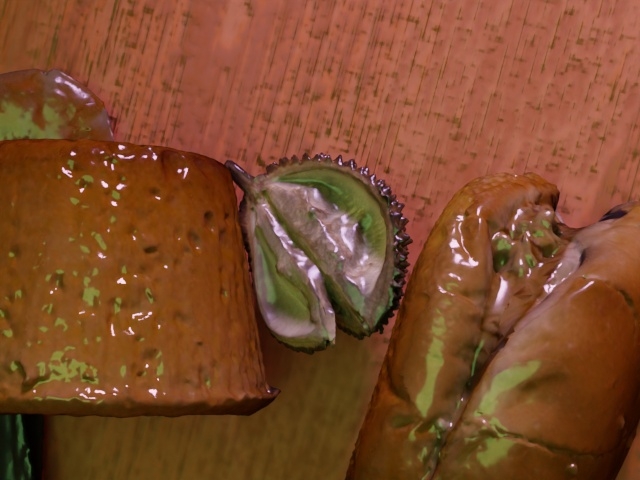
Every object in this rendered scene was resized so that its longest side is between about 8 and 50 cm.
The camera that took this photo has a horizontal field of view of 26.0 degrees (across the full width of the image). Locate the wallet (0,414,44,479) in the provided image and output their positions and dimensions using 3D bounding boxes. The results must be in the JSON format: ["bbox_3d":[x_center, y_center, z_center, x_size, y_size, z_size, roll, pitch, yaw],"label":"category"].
[{"bbox_3d":[-0.246,0.222,0.884,0.165,0.042,0.310,-5,87,15],"label":"wallet"}]

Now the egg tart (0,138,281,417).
[{"bbox_3d":[-0.120,0.023,0.777,0.202,0.202,0.147,3,86,13],"label":"egg tart"}]

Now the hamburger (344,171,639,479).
[{"bbox_3d":[0.095,0.099,0.745,0.144,0.156,0.283,21,92,12],"label":"hamburger"}]

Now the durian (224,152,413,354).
[{"bbox_3d":[-0.001,0.002,0.811,0.110,0.071,0.140,-47,69,7],"label":"durian"}]

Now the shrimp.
[{"bbox_3d":[-0.221,-0.021,0.876,0.217,0.051,0.115,-35,84,9],"label":"shrimp"}]
